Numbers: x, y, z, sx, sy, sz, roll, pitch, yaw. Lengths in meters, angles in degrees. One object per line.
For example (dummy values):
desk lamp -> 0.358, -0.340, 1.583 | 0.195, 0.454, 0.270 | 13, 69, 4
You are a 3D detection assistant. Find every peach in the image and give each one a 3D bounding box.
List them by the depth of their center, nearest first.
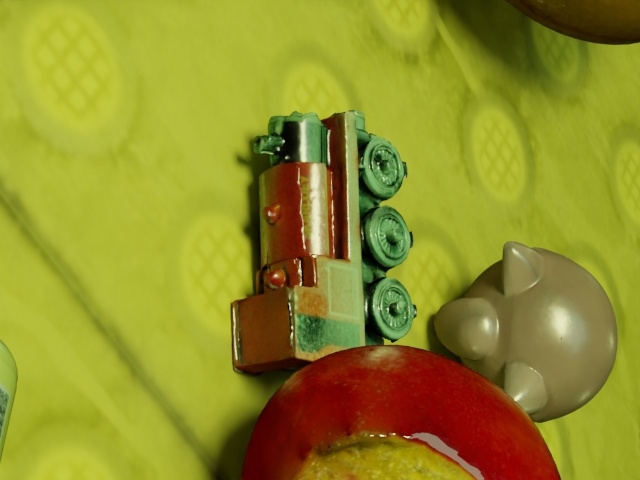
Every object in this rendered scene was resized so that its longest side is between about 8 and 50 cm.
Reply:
peach -> 0.046, 0.155, 0.998 | 0.192, 0.190, 0.190 | 13, 68, -66

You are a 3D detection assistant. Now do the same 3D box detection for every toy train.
toy train -> 0.000, 0.000, 1.082 | 0.118, 0.074, 0.176 | 10, 74, -47

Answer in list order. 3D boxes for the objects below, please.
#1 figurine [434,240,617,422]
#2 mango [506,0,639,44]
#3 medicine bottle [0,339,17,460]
figurine -> 0.148, 0.067, 1.224 | 0.138, 0.125, 0.125 | 18, 64, -66
mango -> 0.166, -0.301, 1.254 | 0.378, 0.264, 0.221 | 40, 87, -20
medicine bottle -> -0.206, 0.147, 0.728 | 0.124, 0.124, 0.239 | 33, 55, -43
